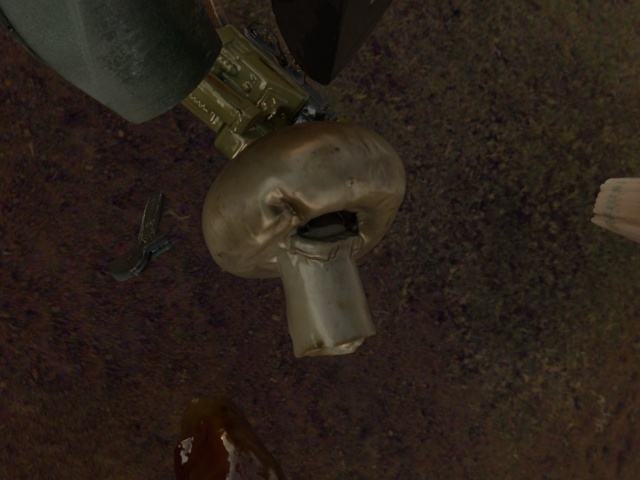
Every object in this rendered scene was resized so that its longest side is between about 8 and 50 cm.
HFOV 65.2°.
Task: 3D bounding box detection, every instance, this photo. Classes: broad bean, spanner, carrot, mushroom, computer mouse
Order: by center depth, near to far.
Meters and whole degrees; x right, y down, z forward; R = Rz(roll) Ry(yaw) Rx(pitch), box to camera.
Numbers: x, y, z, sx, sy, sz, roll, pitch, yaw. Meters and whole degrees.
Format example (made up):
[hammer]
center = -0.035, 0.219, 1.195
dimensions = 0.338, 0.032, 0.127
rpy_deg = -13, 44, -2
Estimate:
[computer mouse]
center = 0.016, -0.230, 0.408
dimensions = 0.086, 0.269, 0.138
rpy_deg = 37, 88, 0
[mushroom]
center = 0.000, 0.000, 0.671
dimensions = 0.292, 0.292, 0.290
rpy_deg = -4, 63, -35
[broad bean]
center = -0.133, 0.312, 0.691
dimensions = 0.122, 0.228, 0.156
rpy_deg = -24, 132, -32
[spanner]
center = -0.274, -0.020, 0.797
dimensions = 0.093, 0.325, 0.026
rpy_deg = -26, 116, -2
[carrot]
center = -0.233, -0.522, 1.079
dimensions = 0.035, 0.035, 0.165
rpy_deg = -18, 84, -35

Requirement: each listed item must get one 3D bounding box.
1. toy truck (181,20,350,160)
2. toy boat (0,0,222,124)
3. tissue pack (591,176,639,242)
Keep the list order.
[toy truck]
center = -0.080, -0.209, 0.918
dimensions = 0.405, 0.180, 0.254
rpy_deg = 45, 33, -4
[toy boat]
center = -0.176, -0.194, 0.416
dimensions = 0.141, 0.319, 0.092
rpy_deg = -43, 88, 0
[tissue pack]
center = 0.393, -0.001, 0.396
dimensions = 0.170, 0.325, 0.071
rpy_deg = 14, 97, -7
